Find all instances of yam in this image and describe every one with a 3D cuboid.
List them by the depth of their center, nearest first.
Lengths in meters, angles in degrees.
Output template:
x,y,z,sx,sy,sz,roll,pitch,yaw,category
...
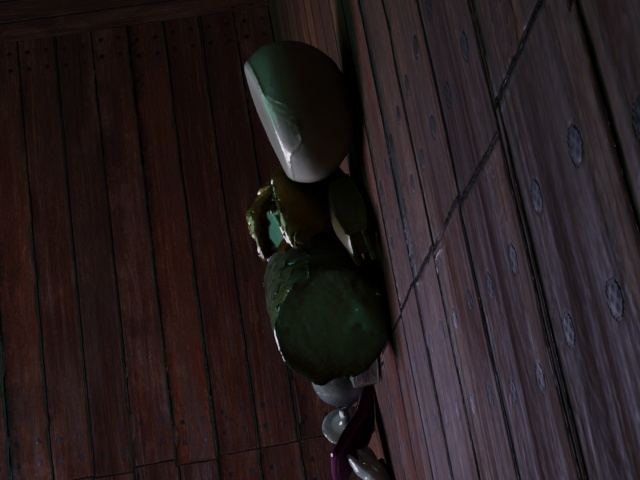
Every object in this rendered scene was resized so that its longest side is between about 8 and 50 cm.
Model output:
x,y,z,sx,sy,sz,roll,pitch,yaw,category
0.002,0.099,1.511,0.300,0.195,0.195,-116,18,-75,yam

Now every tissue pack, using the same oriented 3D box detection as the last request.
x,y,z,sx,sy,sz,roll,pitch,yaw,category
0.063,0.208,1.678,0.111,0.079,0.085,-104,5,-56,tissue pack

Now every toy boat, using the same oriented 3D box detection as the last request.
x,y,z,sx,sy,sz,roll,pitch,yaw,category
0.051,-0.033,1.436,0.206,0.064,0.072,-103,-9,-53,toy boat

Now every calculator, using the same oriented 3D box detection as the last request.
x,y,z,sx,sy,sz,roll,pitch,yaw,category
0.071,0.396,1.805,0.127,0.034,0.190,85,-152,-43,calculator

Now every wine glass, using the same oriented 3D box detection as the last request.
x,y,z,sx,sy,sz,roll,pitch,yaw,category
0.046,0.313,1.899,0.126,0.126,0.241,-104,4,-56,wine glass

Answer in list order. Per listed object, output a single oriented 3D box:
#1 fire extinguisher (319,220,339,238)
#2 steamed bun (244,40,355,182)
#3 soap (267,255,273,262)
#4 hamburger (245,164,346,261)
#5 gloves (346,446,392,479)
x,y,z,sx,sy,sz,roll,pitch,yaw,category
0.000,0.000,1.810,0.138,0.102,0.344,33,-153,-29,fire extinguisher
-0.020,-0.213,1.437,0.232,0.145,0.232,157,90,-85,steamed bun
-0.055,-0.033,2.204,0.199,0.182,0.138,-118,20,-78,soap
-0.033,-0.074,1.550,0.131,0.124,0.262,62,-153,-11,hamburger
0.092,0.494,1.721,0.218,0.131,0.140,-33,-43,-53,gloves
